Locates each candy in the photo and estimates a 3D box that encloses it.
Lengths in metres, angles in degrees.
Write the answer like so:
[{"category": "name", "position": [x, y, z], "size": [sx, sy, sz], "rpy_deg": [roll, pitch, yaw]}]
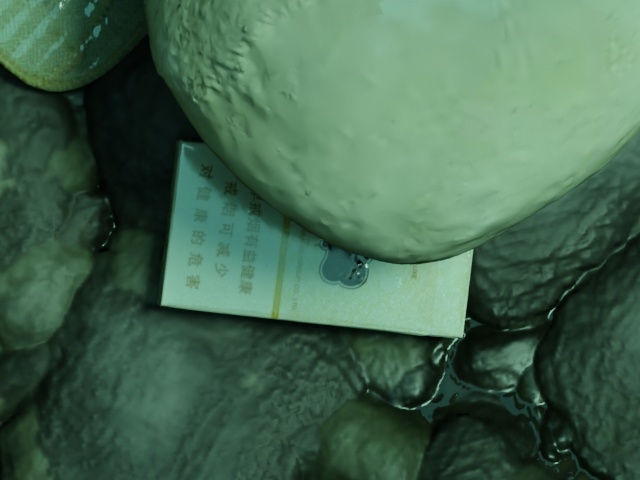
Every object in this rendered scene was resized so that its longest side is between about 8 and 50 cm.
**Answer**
[{"category": "candy", "position": [0.053, -0.138, 0.722], "size": [0.295, 0.185, 0.295], "rpy_deg": [1, 86, -16]}]

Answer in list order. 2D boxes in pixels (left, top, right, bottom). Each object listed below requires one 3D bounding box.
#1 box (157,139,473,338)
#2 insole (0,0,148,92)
[{"category": "box", "position": [0.000, 0.000, 0.806], "size": [0.167, 0.024, 0.090], "rpy_deg": [7, 91, -11]}, {"category": "insole", "position": [-0.048, -0.219, 0.783], "size": [0.348, 0.009, 0.119], "rpy_deg": [-48, 112, -4]}]
